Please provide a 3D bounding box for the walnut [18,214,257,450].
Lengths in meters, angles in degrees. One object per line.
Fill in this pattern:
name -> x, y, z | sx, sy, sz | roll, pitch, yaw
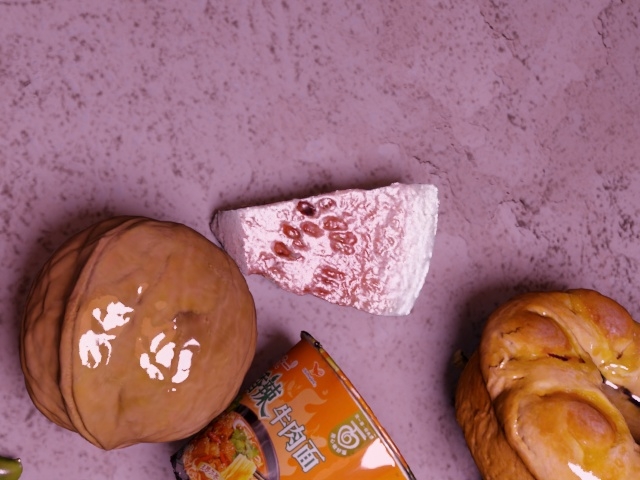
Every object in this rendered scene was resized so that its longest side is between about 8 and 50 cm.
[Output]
walnut -> -0.173, 0.089, 0.787 | 0.228, 0.228, 0.228 | 3, 80, -16

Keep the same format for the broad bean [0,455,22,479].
broad bean -> -0.399, 0.250, 0.780 | 0.227, 0.039, 0.069 | -26, 83, -18

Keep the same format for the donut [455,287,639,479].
donut -> 0.293, 0.196, 0.839 | 0.299, 0.150, 0.317 | 5, 44, -22

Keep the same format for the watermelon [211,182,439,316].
watermelon -> 0.000, 0.000, 0.921 | 0.241, 0.094, 0.154 | 6, 90, -14

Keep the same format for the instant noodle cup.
instant noodle cup -> -0.024, 0.232, 0.806 | 0.182, 0.230, 0.230 | -34, 92, -9

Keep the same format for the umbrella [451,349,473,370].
umbrella -> 0.216, 0.170, 0.971 | 0.144, 0.040, 0.037 | 31, 67, -13
